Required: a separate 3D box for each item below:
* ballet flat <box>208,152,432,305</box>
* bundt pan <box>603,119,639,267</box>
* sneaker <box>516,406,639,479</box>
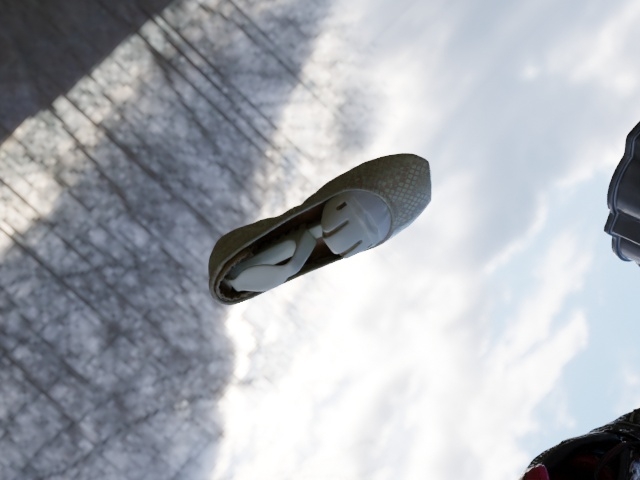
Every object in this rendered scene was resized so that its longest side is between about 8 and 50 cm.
[{"bbox_3d":[0.000,0.000,0.810,0.168,0.057,0.052,-27,-155,24],"label":"ballet flat"},{"bbox_3d":[0.480,-0.084,1.449,0.331,0.331,0.124,-48,-127,-6],"label":"bundt pan"},{"bbox_3d":[0.253,0.198,1.049,0.299,0.121,0.112,-24,135,-46],"label":"sneaker"}]
